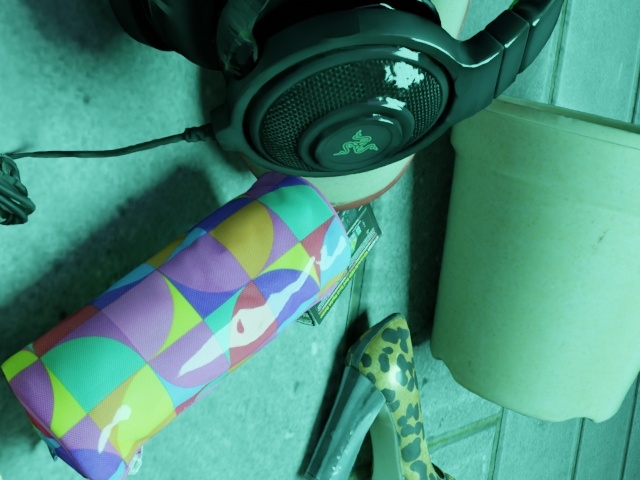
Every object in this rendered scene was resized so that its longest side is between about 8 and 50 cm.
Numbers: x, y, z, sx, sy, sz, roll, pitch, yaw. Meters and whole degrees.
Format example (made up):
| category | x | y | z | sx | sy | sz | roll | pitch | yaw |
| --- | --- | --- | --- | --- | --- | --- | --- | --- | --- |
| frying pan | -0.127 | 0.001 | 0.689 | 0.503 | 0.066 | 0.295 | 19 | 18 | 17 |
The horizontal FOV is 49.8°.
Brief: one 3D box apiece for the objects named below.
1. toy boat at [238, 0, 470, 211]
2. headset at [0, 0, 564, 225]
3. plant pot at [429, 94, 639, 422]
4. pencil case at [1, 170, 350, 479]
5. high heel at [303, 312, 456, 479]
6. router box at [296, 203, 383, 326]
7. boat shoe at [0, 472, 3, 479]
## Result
| category | x | y | z | sx | sy | sz | roll | pitch | yaw |
| --- | --- | --- | --- | --- | --- | --- | --- | --- | --- |
| toy boat | 0.023 | -0.130 | 0.556 | 0.151 | 0.151 | 0.231 | 74 | 36 | -74 |
| headset | -0.035 | -0.141 | 0.376 | 0.394 | 0.243 | 0.185 | -39 | 158 | -10 |
| plant pot | 0.263 | 0.015 | 0.764 | 0.333 | 0.333 | 0.306 | -8 | 116 | -51 |
| pencil case | -0.084 | 0.053 | 0.447 | 0.236 | 0.104 | 0.104 | -41 | 129 | -26 |
| high heel | 0.109 | 0.195 | 0.750 | 0.261 | 0.093 | 0.186 | 30 | 81 | -42 |
| router box | 0.000 | 0.000 | 0.614 | 0.122 | 0.038 | 0.092 | -52 | 134 | -30 |
| boat shoe | -0.203 | 0.139 | 0.328 | 0.121 | 0.110 | 0.341 | -5 | 103 | -51 |
